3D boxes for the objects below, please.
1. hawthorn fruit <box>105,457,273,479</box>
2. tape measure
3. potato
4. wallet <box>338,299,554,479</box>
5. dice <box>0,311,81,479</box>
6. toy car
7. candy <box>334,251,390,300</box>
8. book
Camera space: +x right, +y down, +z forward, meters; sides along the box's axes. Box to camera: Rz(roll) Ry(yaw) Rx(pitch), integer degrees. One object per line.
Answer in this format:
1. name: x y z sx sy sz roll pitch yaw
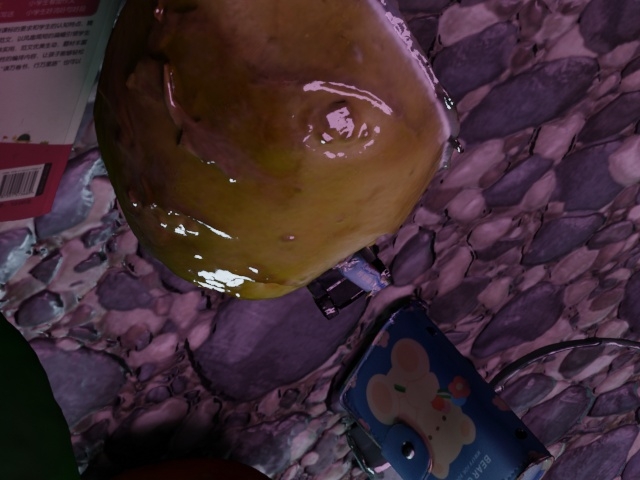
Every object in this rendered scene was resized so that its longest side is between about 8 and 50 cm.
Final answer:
1. hawthorn fruit: -0.125 0.322 1.652 0.284 0.284 0.284 -22 143 -18
2. tape measure: 0.185 0.169 1.856 0.330 0.084 0.164 -25 146 -12
3. potato: -0.053 -0.084 1.218 0.196 0.246 0.299 -42 151 -14
4. wallet: 0.111 0.169 1.699 0.059 0.202 0.141 -11 141 -46
5. dice: -0.347 0.198 1.269 0.287 0.300 0.297 2 131 -38
6. toy car: 0.000 0.000 1.525 0.071 0.062 0.165 -34 145 0
7. candy: 0.030 0.027 1.506 0.030 0.020 0.083 -43 144 10
8. book: -0.228 -0.098 1.257 0.162 0.022 0.232 -10 137 -37
